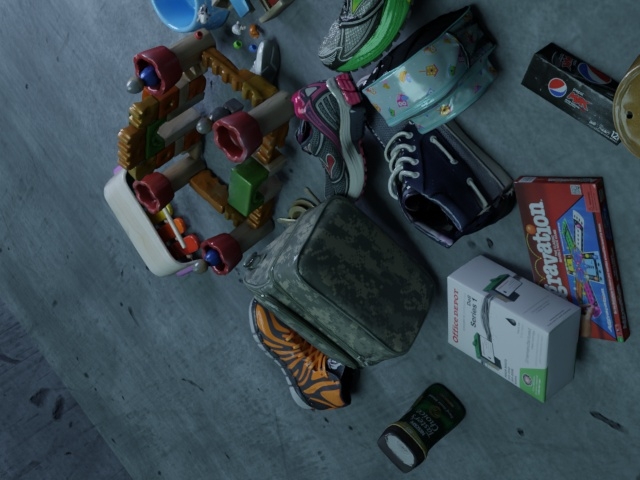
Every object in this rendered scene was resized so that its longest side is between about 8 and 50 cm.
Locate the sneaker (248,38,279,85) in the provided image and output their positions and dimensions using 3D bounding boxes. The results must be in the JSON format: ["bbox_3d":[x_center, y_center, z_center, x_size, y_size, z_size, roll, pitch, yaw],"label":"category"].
[{"bbox_3d":[-0.115,-0.314,1.716,0.061,0.053,0.152,34,138,28],"label":"sneaker"}]

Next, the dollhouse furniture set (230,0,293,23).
[{"bbox_3d":[-0.135,-0.474,1.559,0.129,0.129,0.184,-27,96,51],"label":"dollhouse furniture set"}]

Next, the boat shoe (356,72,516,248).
[{"bbox_3d":[0.154,-0.136,1.487,0.340,0.158,0.127,42,140,15],"label":"boat shoe"}]

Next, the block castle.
[{"bbox_3d":[-0.238,-0.159,1.783,0.303,0.213,0.453,41,148,17],"label":"block castle"}]

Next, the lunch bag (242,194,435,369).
[{"bbox_3d":[0.026,0.099,1.704,0.305,0.213,0.256,39,149,-17],"label":"lunch bag"}]

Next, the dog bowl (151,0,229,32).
[{"bbox_3d":[-0.276,-0.530,1.708,0.166,0.074,0.297,2,119,44],"label":"dog bowl"}]

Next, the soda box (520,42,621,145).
[{"bbox_3d":[0.375,-0.211,1.291,0.169,0.053,0.060,38,138,19],"label":"soda box"}]

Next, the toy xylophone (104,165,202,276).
[{"bbox_3d":[-0.393,-0.051,2.168,0.236,0.081,0.323,-12,108,49],"label":"toy xylophone"}]

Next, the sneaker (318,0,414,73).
[{"bbox_3d":[0.071,-0.402,1.353,0.146,0.134,0.343,13,133,-19],"label":"sneaker"}]

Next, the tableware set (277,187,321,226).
[{"bbox_3d":[0.000,0.000,1.837,0.194,0.039,0.128,47,141,9],"label":"tableware set"}]

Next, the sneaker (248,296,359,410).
[{"bbox_3d":[-0.018,0.236,1.982,0.180,0.124,0.321,-8,122,44],"label":"sneaker"}]

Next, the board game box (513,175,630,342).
[{"bbox_3d":[0.404,0.030,1.459,0.145,0.027,0.281,5,121,45],"label":"board game box"}]

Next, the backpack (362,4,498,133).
[{"bbox_3d":[0.163,-0.246,1.373,0.166,0.188,0.144,-22,100,50],"label":"backpack"}]

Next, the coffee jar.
[{"bbox_3d":[0.197,0.371,1.790,0.096,0.184,0.079,46,141,10],"label":"coffee jar"}]

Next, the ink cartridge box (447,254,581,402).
[{"bbox_3d":[0.322,0.146,1.541,0.219,0.092,0.160,30,139,41],"label":"ink cartridge box"}]

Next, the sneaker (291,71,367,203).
[{"bbox_3d":[0.013,-0.171,1.591,0.299,0.112,0.121,83,169,-52],"label":"sneaker"}]

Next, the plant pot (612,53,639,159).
[{"bbox_3d":[0.457,-0.169,1.049,0.237,0.254,0.237,26,126,41],"label":"plant pot"}]

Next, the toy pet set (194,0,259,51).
[{"bbox_3d":[-0.160,-0.418,1.650,0.065,0.122,0.114,-27,61,59],"label":"toy pet set"}]
